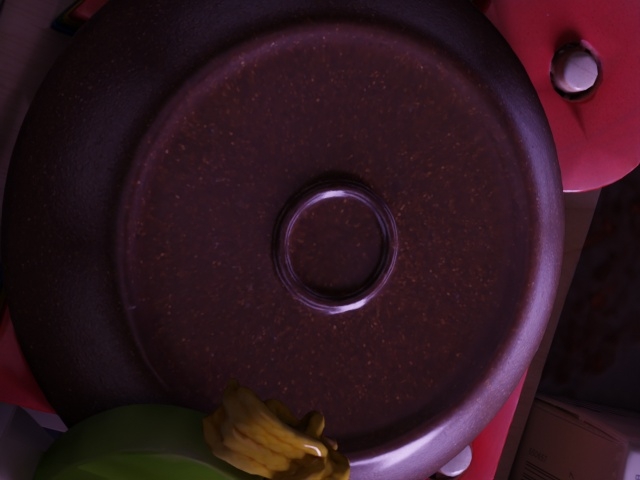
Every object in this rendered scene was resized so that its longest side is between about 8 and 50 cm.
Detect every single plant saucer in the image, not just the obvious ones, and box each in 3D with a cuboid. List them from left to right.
[{"bbox_3d":[0.000,0.000,0.398,0.198,0.036,0.199,-2,97,-19],"label":"plant saucer"}]

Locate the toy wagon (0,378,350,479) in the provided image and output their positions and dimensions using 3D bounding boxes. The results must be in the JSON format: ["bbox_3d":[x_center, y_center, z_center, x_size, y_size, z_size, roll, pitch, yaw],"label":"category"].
[{"bbox_3d":[-0.128,0.152,0.387,0.344,0.068,0.267,-37,108,10],"label":"toy wagon"}]

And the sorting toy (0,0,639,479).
[{"bbox_3d":[0.004,-0.030,0.463,0.257,0.089,0.256,18,89,-20],"label":"sorting toy"}]

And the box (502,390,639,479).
[{"bbox_3d":[0.212,0.149,0.553,0.275,0.094,0.113,15,91,-20],"label":"box"}]
